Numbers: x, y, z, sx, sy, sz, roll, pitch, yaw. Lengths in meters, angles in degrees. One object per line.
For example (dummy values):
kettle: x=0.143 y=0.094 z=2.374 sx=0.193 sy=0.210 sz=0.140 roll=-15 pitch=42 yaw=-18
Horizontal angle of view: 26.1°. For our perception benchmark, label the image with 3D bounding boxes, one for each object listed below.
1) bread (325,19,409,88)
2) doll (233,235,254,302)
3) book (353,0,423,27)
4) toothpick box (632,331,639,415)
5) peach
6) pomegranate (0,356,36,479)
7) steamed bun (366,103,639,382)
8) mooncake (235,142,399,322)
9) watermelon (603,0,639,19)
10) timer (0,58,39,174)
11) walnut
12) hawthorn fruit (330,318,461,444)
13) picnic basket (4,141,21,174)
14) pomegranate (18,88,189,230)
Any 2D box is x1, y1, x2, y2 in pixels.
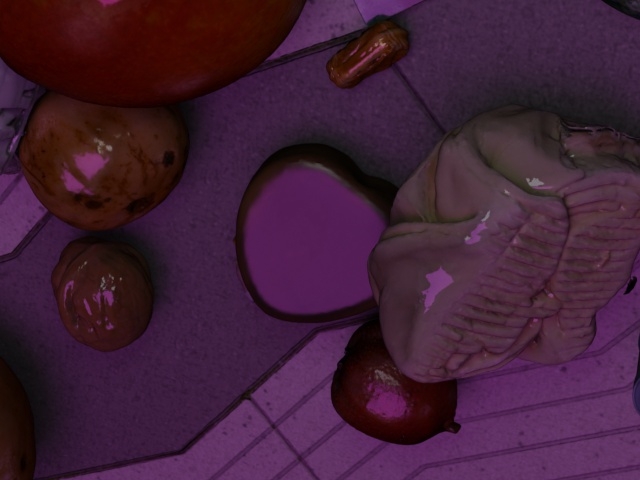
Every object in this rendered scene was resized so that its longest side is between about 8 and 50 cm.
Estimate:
bread: x=0.059 y=-0.224 z=1.671 sx=0.110 sy=0.083 sz=0.044 roll=-34 pitch=81 yaw=24
doll: x=-0.082 y=0.046 z=1.889 sx=0.084 sy=0.073 sz=0.127 roll=8 pitch=124 yaw=53
book: x=0.071 y=-0.332 z=1.627 sx=0.103 sy=0.017 sz=0.135 roll=-23 pitch=110 yaw=14
toothpick box: x=0.446 y=0.153 z=1.728 sx=0.101 sy=0.153 sz=0.101 roll=8 pitch=121 yaw=13
peach: x=-0.209 y=-0.318 z=1.527 sx=0.388 sy=0.388 sz=0.388 roll=8 pitch=122 yaw=13
pomegranate: x=-0.616 y=0.320 z=2.009 sx=0.410 sy=0.410 sz=0.410 roll=8 pitch=122 yaw=13
steamed bun: x=0.216 y=-0.014 z=1.655 sx=0.394 sy=0.237 sz=0.347 roll=-33 pitch=139 yaw=-2
mooncake: x=0.000 y=0.000 z=1.785 sx=0.234 sy=0.117 sz=0.235 roll=3 pitch=109 yaw=8
watermelon: x=0.297 y=-0.397 z=1.413 sx=0.292 sy=0.222 sz=0.319 roll=32 pitch=124 yaw=-8
timer: x=-0.413 y=-0.206 z=1.744 sx=0.087 sy=0.237 sz=0.262 roll=14 pitch=128 yaw=-24
walnut: x=-0.300 y=0.073 z=1.929 sx=0.166 sy=0.149 sz=0.167 roll=32 pitch=136 yaw=38
hawthorn fruit: x=0.109 y=0.200 z=1.866 sx=0.188 sy=0.169 sz=0.169 roll=28 pitch=124 yaw=-4
picnic basket: x=-0.438 y=-0.125 z=1.886 sx=0.065 sy=0.083 sz=0.083 roll=3 pitch=118 yaw=22
pomegranate: x=-0.281 y=-0.124 z=1.775 sx=0.215 sy=0.215 sz=0.215 roll=8 pitch=122 yaw=13
